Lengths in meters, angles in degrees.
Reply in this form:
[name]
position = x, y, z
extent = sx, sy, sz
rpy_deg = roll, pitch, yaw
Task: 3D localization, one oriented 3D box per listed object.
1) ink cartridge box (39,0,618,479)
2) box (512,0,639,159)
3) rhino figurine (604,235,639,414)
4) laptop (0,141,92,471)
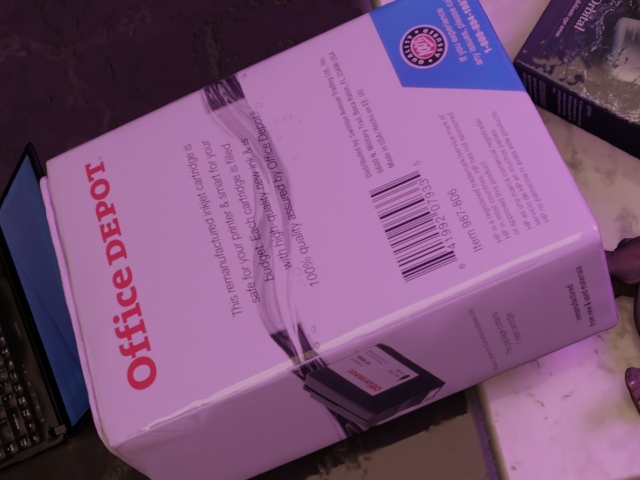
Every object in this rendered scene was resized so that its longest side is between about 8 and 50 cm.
[ink cartridge box]
position = 0.000, 0.000, 1.026
extent = 0.395, 0.166, 0.285
rpy_deg = -23, 56, 5
[box]
position = 0.273, -0.169, 1.082
extent = 0.158, 0.093, 0.156
rpy_deg = 30, 86, 15
[rhino figurine]
position = 0.302, 0.102, 1.028
extent = 0.106, 0.073, 0.243
rpy_deg = -29, 76, 7
[laptop]
position = -0.318, 0.084, 1.124
extent = 0.264, 0.136, 0.234
rpy_deg = -24, 74, 2
